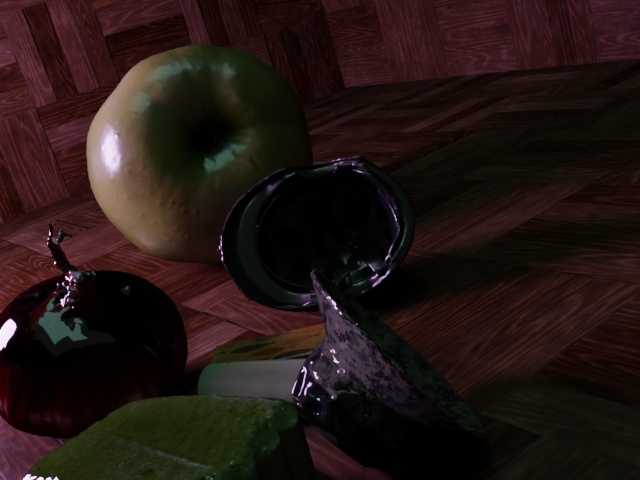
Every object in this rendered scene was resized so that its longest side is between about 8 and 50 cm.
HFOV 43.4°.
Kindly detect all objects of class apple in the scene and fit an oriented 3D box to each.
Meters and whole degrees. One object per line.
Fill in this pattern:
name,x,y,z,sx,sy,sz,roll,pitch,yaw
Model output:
apple,-0.241,-0.165,1.642,0.473,0.473,0.473,-15,18,5

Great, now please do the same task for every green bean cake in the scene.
green bean cake,-0.152,0.247,0.807,0.248,0.125,0.222,2,24,38

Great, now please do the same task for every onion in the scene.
onion,-0.318,0.127,1.089,0.273,0.285,0.273,1,33,-1

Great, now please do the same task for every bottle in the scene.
bottle,-0.051,0.182,0.990,0.201,0.072,0.072,-7,20,28

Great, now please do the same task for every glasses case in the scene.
glasses case,-0.066,0.163,1.115,0.170,0.041,0.064,-13,29,11

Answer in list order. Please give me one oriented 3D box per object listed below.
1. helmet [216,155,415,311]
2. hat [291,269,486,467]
helmet,0.000,0.000,1.288,0.305,0.225,0.177,-14,-11,3
hat,0.045,0.157,0.840,0.128,0.265,0.265,-50,20,1
